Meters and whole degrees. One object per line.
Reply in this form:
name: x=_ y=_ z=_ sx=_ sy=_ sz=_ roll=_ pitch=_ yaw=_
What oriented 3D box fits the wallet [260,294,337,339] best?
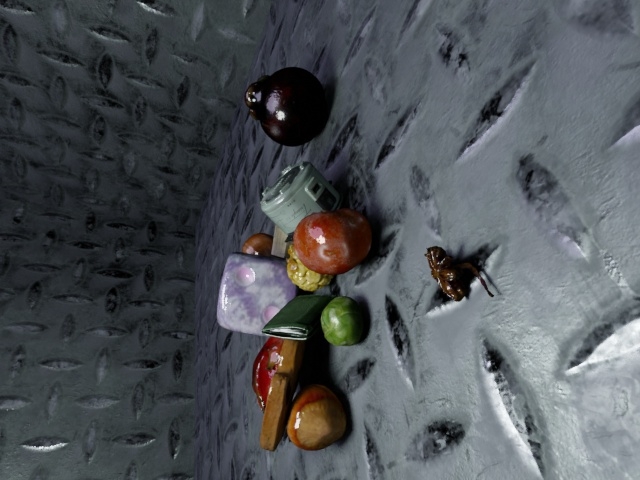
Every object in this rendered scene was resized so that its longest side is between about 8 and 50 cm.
wallet: x=-0.059 y=0.231 z=1.359 sx=0.160 sy=0.236 sz=0.055 roll=-1 pitch=106 yaw=24

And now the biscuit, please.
biscuit: x=-0.106 y=0.441 z=1.420 sx=0.456 sy=0.078 sz=0.350 roll=-74 pitch=-2 yaw=-52

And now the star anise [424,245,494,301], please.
star anise: x=0.280 y=0.073 z=0.911 sx=0.191 sy=0.070 sz=0.098 roll=-126 pitch=23 yaw=-55

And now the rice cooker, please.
rice cooker: x=-0.054 y=-0.119 z=1.469 sx=0.241 sy=0.227 sz=0.281 roll=-17 pitch=34 yaw=49

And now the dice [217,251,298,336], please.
dice: x=-0.221 y=0.191 z=1.618 sx=0.270 sy=0.269 sz=0.272 roll=175 pitch=104 yaw=-85

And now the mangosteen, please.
mangosteen: x=-0.127 y=-0.512 z=1.670 sx=0.297 sy=0.313 sz=0.297 roll=-44 pitch=34 yaw=42

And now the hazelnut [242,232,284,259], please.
hazelnut: x=-0.242 y=0.072 z=1.905 sx=0.214 sy=0.176 sz=0.215 roll=35 pitch=143 yaw=31

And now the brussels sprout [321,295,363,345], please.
brussels sprout: x=0.059 y=0.232 z=1.264 sx=0.155 sy=0.117 sz=0.155 roll=-20 pitch=66 yaw=55

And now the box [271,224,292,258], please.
box: x=-0.115 y=-0.034 z=1.745 sx=0.168 sy=0.094 sz=0.212 roll=10 pitch=90 yaw=64

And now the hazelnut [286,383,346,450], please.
hazelnut: x=-0.009 y=0.509 z=1.270 sx=0.182 sy=0.181 sz=0.182 roll=-32 pitch=54 yaw=59

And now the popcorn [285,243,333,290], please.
popcorn: x=-0.039 y=0.083 z=1.465 sx=0.180 sy=0.170 sz=0.180 roll=-10 pitch=-90 yaw=-73

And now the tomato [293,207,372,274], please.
tomato: x=0.038 y=0.004 z=1.275 sx=0.232 sy=0.231 sz=0.189 roll=3 pitch=101 yaw=65

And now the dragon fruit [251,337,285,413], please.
dragon fruit: x=-0.206 y=0.518 z=1.710 sx=0.282 sy=0.100 sz=0.344 roll=-106 pitch=32 yaw=-51
